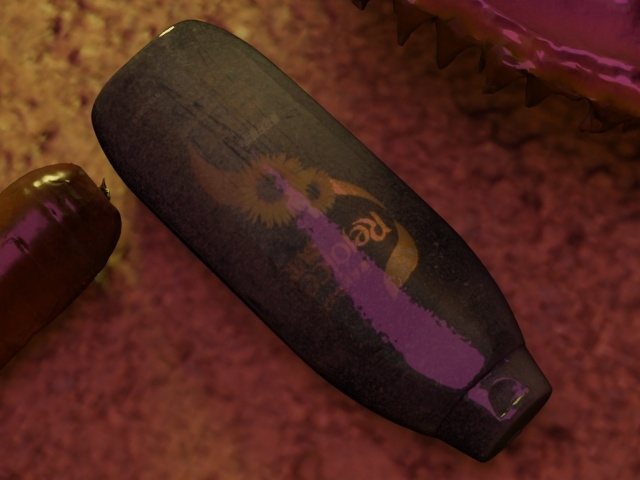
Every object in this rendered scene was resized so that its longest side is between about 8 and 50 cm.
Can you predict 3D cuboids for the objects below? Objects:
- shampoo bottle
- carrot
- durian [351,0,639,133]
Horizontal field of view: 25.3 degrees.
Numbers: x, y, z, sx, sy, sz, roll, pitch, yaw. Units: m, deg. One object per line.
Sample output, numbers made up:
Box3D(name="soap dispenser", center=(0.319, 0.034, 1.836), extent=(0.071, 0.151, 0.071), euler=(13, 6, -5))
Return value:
Box3D(name="shampoo bottle", center=(0.000, 0.000, 0.616), extent=(0.087, 0.049, 0.233), euler=(-43, 71, -9))
Box3D(name="carrot", center=(-0.176, 0.063, 0.606), extent=(0.059, 0.059, 0.248), euler=(37, 79, 17))
Box3D(name="durian", center=(0.155, -0.123, 0.616), extent=(0.341, 0.112, 0.191), euler=(4, 92, 4))
